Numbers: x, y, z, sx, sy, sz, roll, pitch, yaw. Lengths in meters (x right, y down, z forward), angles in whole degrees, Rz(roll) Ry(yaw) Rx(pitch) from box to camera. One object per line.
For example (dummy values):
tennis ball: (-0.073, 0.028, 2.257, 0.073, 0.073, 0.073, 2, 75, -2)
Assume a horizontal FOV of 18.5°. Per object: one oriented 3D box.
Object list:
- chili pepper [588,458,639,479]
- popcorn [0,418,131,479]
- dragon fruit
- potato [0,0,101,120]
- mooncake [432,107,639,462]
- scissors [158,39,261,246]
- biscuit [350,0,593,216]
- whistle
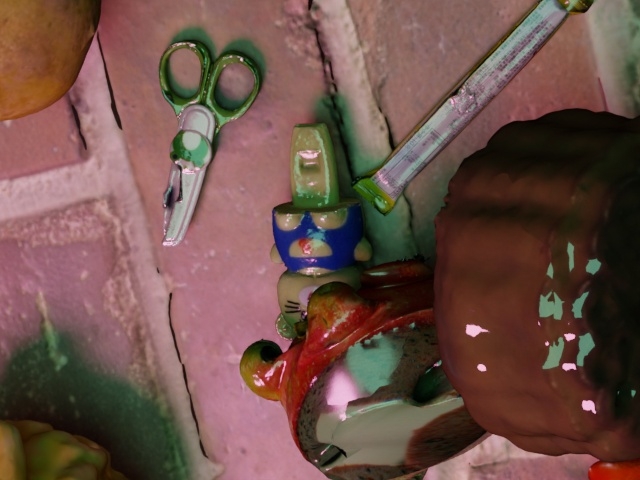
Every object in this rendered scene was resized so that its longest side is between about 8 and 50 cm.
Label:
chili pepper: (0.344, 0.240, 1.908, 0.272, 0.071, 0.063, -2, 63, 4)
popcorn: (-0.318, 0.330, 1.954, 0.334, 0.293, 0.292, -32, 52, 12)
dragon fruit: (0.075, 0.131, 1.853, 0.295, 0.130, 0.268, -10, 142, 1)
potato: (-0.332, -0.308, 1.838, 0.296, 0.290, 0.397, 23, 66, -25)
mooncake: (0.263, 0.042, 1.737, 0.187, 0.324, 0.324, 9, 109, 52)
scissors: (-0.123, -0.091, 1.924, 0.101, 0.027, 0.204, 15, 102, 9)
biscuit: (0.143, -0.137, 1.872, 0.048, 0.026, 0.292, 43, 106, -6)
whistle: (0.000, 0.000, 1.895, 0.105, 0.085, 0.227, -1, 102, 15)
